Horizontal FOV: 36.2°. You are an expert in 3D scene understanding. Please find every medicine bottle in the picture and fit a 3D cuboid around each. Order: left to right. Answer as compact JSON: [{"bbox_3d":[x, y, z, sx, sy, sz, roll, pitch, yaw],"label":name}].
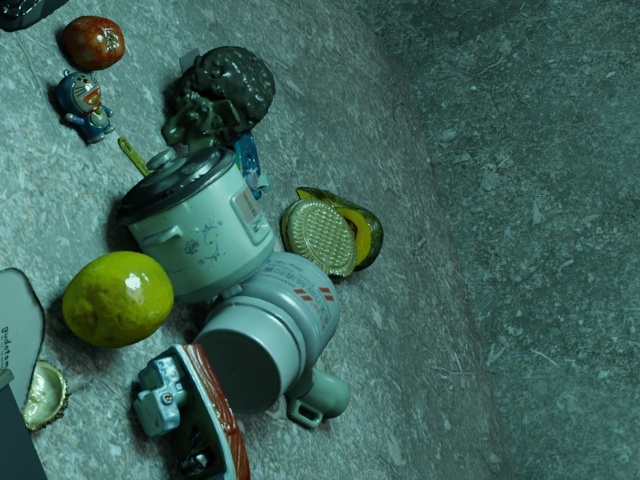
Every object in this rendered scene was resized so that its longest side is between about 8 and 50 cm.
[{"bbox_3d":[-0.113,0.188,1.998,0.245,0.245,0.306,59,32,-14],"label":"medicine bottle"}]

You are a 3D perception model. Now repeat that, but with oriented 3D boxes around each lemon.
[{"bbox_3d":[-0.343,0.102,1.669,0.170,0.170,0.207,65,21,1],"label":"lemon"}]

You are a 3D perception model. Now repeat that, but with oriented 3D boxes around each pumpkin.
[{"bbox_3d":[0.044,-0.024,2.803,0.280,0.190,0.139,24,13,19],"label":"pumpkin"}]

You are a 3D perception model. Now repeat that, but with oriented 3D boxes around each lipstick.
[{"bbox_3d":[-0.246,-0.406,2.578,0.317,0.066,0.068,26,44,-57],"label":"lipstick"}]

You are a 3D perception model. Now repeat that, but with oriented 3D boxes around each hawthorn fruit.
[{"bbox_3d":[-0.467,-0.408,2.021,0.128,0.128,0.128,48,27,-35],"label":"hawthorn fruit"}]

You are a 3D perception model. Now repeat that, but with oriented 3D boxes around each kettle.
[{"bbox_3d":[-0.018,0.355,2.260,0.148,0.127,0.098,35,4,-47],"label":"kettle"}]

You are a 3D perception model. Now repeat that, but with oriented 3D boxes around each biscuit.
[{"bbox_3d":[0.000,0.000,2.612,0.259,0.079,0.259,26,51,-36],"label":"biscuit"}]

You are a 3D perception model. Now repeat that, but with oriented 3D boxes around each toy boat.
[{"bbox_3d":[-0.227,0.353,1.716,0.133,0.145,0.332,-15,77,-44],"label":"toy boat"},{"bbox_3d":[-0.200,-0.249,2.487,0.134,0.092,0.299,19,50,-56],"label":"toy boat"}]

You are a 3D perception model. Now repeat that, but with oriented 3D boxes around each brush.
[{"bbox_3d":[-0.362,-0.136,2.098,0.218,0.010,0.083,54,24,-23],"label":"brush"}]

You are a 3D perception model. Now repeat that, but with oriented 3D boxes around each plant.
[{"bbox_3d":[-0.245,-0.326,2.289,0.213,0.215,0.312,50,30,-7],"label":"plant"}]

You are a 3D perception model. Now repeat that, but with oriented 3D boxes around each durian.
[{"bbox_3d":[-0.421,0.239,1.505,0.066,0.052,0.130,39,34,-43],"label":"durian"}]

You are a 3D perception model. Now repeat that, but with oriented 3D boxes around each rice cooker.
[{"bbox_3d":[-0.245,-0.043,1.928,0.316,0.264,0.317,31,50,-46],"label":"rice cooker"}]

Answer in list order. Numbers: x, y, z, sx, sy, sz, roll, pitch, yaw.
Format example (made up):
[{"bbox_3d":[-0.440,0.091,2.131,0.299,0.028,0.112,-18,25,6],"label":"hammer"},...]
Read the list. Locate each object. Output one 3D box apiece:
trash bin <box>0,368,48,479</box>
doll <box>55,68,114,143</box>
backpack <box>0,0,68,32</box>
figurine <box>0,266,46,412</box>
[{"bbox_3d":[-0.459,0.279,1.213,0.291,0.182,0.209,67,20,-8],"label":"trash bin"},{"bbox_3d":[-0.463,-0.267,1.920,0.114,0.085,0.152,-52,127,-46],"label":"doll"},{"bbox_3d":[-0.541,-0.594,1.797,0.254,0.363,0.446,22,55,-26],"label":"backpack"},{"bbox_3d":[-0.503,0.144,1.399,0.166,0.141,0.250,-11,112,-67],"label":"figurine"}]
